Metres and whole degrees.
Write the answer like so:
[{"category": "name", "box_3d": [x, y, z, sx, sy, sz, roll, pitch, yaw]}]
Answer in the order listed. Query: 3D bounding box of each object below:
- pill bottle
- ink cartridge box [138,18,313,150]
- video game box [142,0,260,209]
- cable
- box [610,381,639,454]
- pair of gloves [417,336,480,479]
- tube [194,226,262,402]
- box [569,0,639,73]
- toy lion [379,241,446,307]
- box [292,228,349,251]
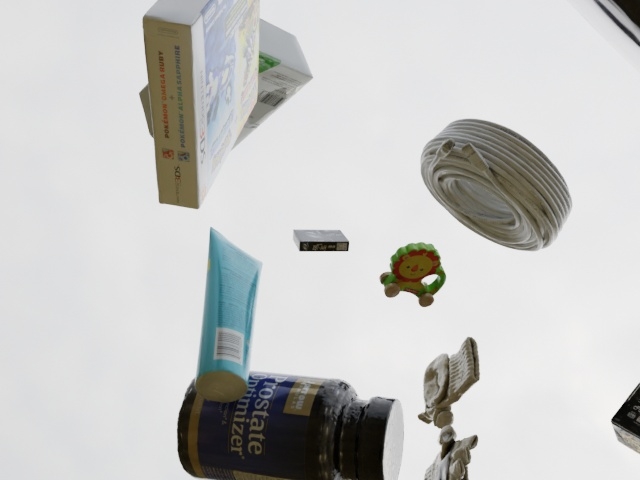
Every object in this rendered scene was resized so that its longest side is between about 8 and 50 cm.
[{"category": "pill bottle", "box_3d": [-0.029, 0.202, 0.767, 0.219, 0.123, 0.123, 1, -73, 19]}, {"category": "ink cartridge box", "box_3d": [-0.140, -0.224, 1.059, 0.208, 0.153, 0.087, -36, -118, 30]}, {"category": "video game box", "box_3d": [-0.104, -0.163, 0.687, 0.048, 0.205, 0.187, 13, -47, 4]}, {"category": "cable", "box_3d": [0.279, -0.086, 1.185, 0.257, 0.257, 0.089, 39, -103, -9]}, {"category": "box", "box_3d": [0.674, 0.287, 1.155, 0.322, 0.257, 0.079, 28, -23, 48]}, {"category": "pair of gloves", "box_3d": [0.185, 0.280, 1.096, 0.042, 0.240, 0.204, 10, -26, -7]}, {"category": "tube", "box_3d": [-0.098, 0.074, 0.788, 0.052, 0.207, 0.080, -31, -54, 26]}, {"category": "box", "box_3d": [0.207, -0.244, 0.459, 0.183, 0.296, 0.294, -44, -99, 24]}, {"category": "toy lion", "box_3d": [0.136, 0.044, 1.020, 0.100, 0.034, 0.096, 18, -54, -28]}, {"category": "box", "box_3d": [0.000, 0.000, 1.207, 0.083, 0.067, 0.018, 0, -72, -12]}]
